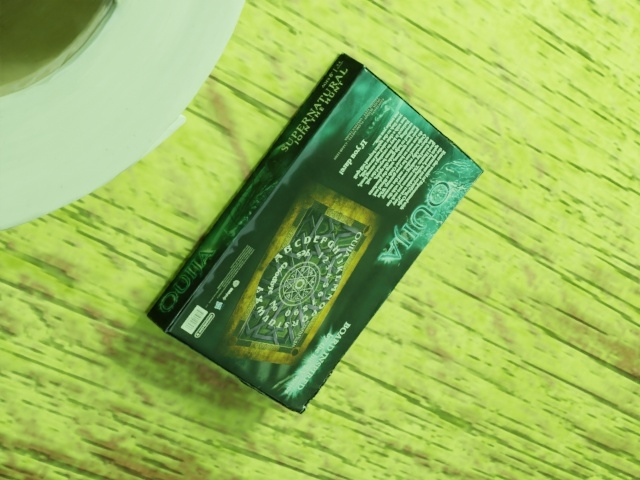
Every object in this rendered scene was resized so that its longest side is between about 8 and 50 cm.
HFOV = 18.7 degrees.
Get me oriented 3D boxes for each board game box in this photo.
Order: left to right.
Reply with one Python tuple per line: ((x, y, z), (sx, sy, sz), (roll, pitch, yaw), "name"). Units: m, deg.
((0.000, 0.000, 1.119), (0.186, 0.026, 0.126), (-53, 132, 0), "board game box")

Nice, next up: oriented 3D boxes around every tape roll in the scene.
((-0.170, -0.145, 0.869), (0.286, 0.100, 0.286), (-17, 123, -28), "tape roll")
